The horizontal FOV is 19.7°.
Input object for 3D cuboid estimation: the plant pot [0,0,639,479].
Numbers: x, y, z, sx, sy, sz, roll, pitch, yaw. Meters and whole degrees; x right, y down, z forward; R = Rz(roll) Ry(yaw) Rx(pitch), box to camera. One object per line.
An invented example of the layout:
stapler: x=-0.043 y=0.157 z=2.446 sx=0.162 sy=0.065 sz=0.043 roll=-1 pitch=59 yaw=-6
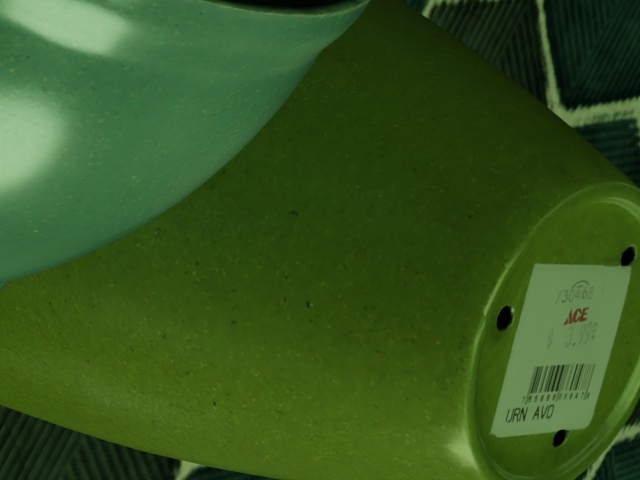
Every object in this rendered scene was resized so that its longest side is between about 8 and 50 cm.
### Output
plant pot: x=0.000 y=0.000 z=0.832 sx=0.275 sy=0.293 sz=0.274 roll=-23 pitch=124 yaw=-40

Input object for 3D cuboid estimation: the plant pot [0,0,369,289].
plant pot: x=-0.152 y=-0.093 z=0.664 sx=0.293 sy=0.293 sz=0.196 roll=2 pitch=130 yaw=-48
